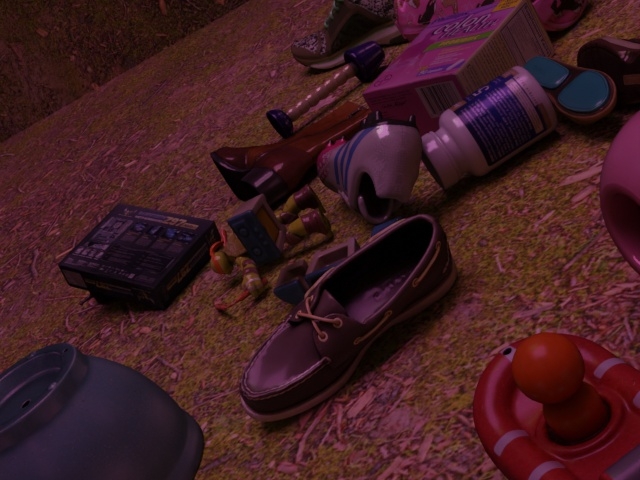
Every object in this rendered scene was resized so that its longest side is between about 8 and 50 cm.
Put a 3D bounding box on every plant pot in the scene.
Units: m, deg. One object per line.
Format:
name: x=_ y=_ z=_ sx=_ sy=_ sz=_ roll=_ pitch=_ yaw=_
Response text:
plant pot: x=-0.320 y=0.253 z=1.274 sx=0.293 sy=0.196 sz=0.293 roll=-27 pitch=24 yaw=13

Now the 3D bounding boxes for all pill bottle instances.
pill bottle: x=0.235 y=-0.158 z=1.482 sx=0.187 sy=0.112 sz=0.112 roll=-33 pitch=23 yaw=0

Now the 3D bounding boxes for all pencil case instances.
pencil case: x=0.306 y=-0.446 z=1.913 sx=0.167 sy=0.160 sz=0.386 roll=0 pitch=3 yaw=-34

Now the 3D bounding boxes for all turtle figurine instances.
turtle figurine: x=-0.096 y=-0.007 z=1.639 sx=0.217 sy=0.087 sz=0.269 roll=-30 pitch=23 yaw=7

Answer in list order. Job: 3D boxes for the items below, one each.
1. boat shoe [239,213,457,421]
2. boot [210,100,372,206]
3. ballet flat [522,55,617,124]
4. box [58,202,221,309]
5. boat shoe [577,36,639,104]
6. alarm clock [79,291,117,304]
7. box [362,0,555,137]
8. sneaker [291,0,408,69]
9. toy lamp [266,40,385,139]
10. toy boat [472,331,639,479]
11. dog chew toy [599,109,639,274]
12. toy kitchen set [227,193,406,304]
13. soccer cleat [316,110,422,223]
boat shoe: x=0.026 y=0.089 z=1.244 sx=0.324 sy=0.096 sz=0.116 roll=-36 pitch=53 yaw=-11
boot: x=-0.054 y=-0.190 z=1.940 sx=0.280 sy=0.096 sz=0.264 roll=-38 pitch=23 yaw=-14
ballet flat: x=0.366 y=-0.208 z=1.464 sx=0.080 sy=0.073 sz=0.232 roll=-43 pitch=29 yaw=6
box: x=-0.317 y=0.023 z=1.814 sx=0.233 sy=0.059 sz=0.183 roll=11 pitch=46 yaw=31
boat shoe: x=0.452 y=-0.234 z=1.414 sx=0.095 sy=0.095 sz=0.257 roll=-13 pitch=18 yaw=-13
alarm clock: x=-0.372 y=0.044 z=1.930 sx=0.129 sy=0.064 sz=0.192 roll=-16 pitch=25 yaw=35
box: x=0.233 y=-0.283 z=1.727 sx=0.213 sy=0.117 sz=0.243 roll=-3 pitch=37 yaw=50
sneaker: x=0.081 y=-0.521 z=2.308 sx=0.410 sy=0.182 sz=0.158 roll=-14 pitch=30 yaw=38
toy lamp: x=0.017 y=-0.316 z=2.125 sx=0.275 sy=0.080 sz=0.080 roll=-40 pitch=24 yaw=-9
toy boat: x=0.211 y=0.140 z=0.873 sx=0.151 sy=0.151 sz=0.231 roll=-35 pitch=23 yaw=-7
dog chew toy: x=0.437 y=-0.081 z=0.979 sx=0.332 sy=0.206 sz=0.206 roll=-28 pitch=22 yaw=-8
toy kitchen set: x=0.000 y=0.000 z=1.400 sx=0.207 sy=0.166 sz=0.122 roll=-23 pitch=24 yaw=21
soccer cleat: x=0.062 y=-0.087 z=1.537 sx=0.116 sy=0.143 sz=0.331 roll=5 pitch=-10 yaw=-11
